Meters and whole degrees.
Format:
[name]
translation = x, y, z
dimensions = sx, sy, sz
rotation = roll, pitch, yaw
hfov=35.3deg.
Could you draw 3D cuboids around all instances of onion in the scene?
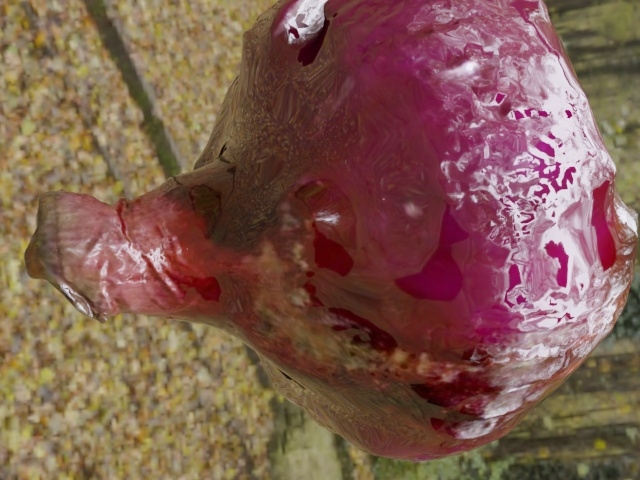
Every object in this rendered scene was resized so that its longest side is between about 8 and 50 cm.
[onion]
translation = 0.000, 0.000, 0.749
dimensions = 0.398, 0.420, 0.398
rotation = 32, -49, 45
